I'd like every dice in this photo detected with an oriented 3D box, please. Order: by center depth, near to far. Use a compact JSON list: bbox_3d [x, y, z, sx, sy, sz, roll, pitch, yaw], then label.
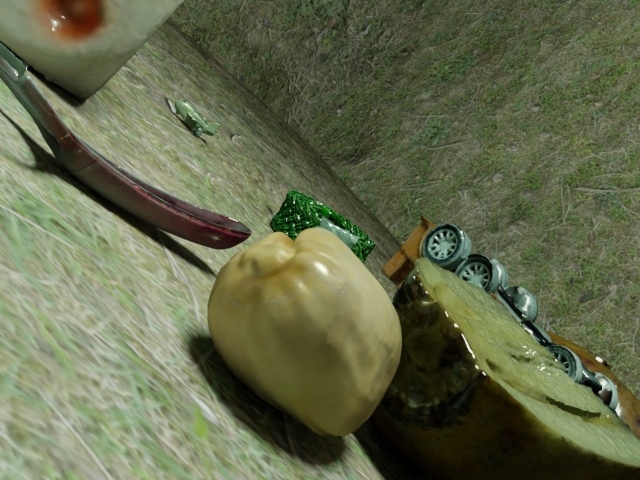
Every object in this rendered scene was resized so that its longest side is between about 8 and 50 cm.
[{"bbox_3d":[-0.251,-0.321,1.055,0.259,0.251,0.243,43,8,-14],"label":"dice"}]

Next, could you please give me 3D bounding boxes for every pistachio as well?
[{"bbox_3d":[-0.008,0.069,0.735,0.200,0.117,0.145,48,37,-65],"label":"pistachio"}]

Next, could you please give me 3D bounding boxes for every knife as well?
[{"bbox_3d":[-0.161,-0.060,0.822,0.278,0.053,0.123,40,3,-44],"label":"knife"}]

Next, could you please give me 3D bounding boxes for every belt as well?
[{"bbox_3d":[0.000,0.000,1.411,0.151,0.079,0.121,35,12,27],"label":"belt"}]

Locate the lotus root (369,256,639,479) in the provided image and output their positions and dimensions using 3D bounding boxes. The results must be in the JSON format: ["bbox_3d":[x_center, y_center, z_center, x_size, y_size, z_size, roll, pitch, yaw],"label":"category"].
[{"bbox_3d":[0.140,0.152,0.900,0.267,0.149,0.260,46,14,32],"label":"lotus root"}]

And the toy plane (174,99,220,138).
[{"bbox_3d":[-0.188,-0.181,1.546,0.083,0.033,0.080,36,9,-16],"label":"toy plane"}]

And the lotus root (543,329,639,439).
[{"bbox_3d":[0.281,0.216,1.219,0.291,0.193,0.193,48,7,30],"label":"lotus root"}]

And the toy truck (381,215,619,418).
[{"bbox_3d":[0.181,0.144,1.133,0.133,0.184,0.338,32,16,-49],"label":"toy truck"}]
